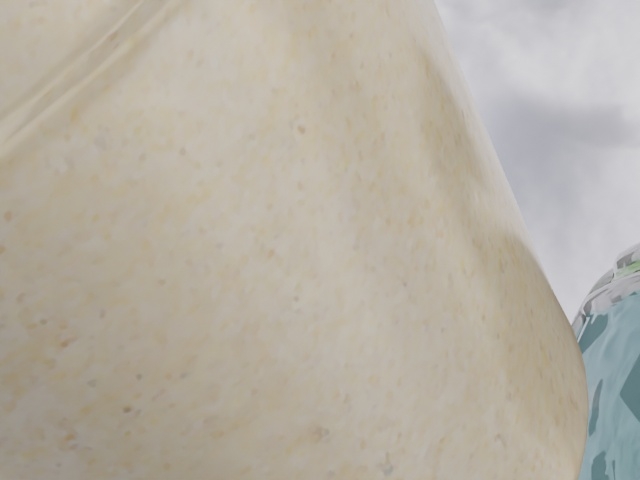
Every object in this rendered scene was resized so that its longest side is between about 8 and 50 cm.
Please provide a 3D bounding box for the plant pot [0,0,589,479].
[{"bbox_3d":[-0.079,-0.014,0.550,0.334,0.334,0.305,-46,124,-15],"label":"plant pot"}]

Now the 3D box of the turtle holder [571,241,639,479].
[{"bbox_3d":[0.202,0.062,0.750,0.243,0.227,0.320,-24,115,-26],"label":"turtle holder"}]
